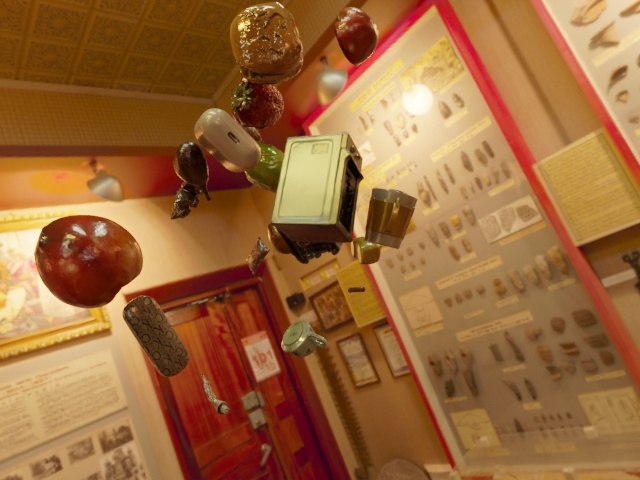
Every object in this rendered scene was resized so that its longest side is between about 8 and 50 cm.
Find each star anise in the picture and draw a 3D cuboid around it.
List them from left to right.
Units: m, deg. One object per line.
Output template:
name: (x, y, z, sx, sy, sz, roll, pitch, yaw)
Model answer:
star anise: (-0.662, -0.240, 2.203, 0.332, 0.117, 0.332, -51, 15, 19)

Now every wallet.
wallet: (-0.096, -0.051, 2.040, 0.071, 0.262, 0.221, -11, 38, 37)

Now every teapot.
teapot: (-0.073, 0.445, 1.880, 0.231, 0.159, 0.158, -20, -6, 39)

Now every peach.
peach: (-0.911, 0.070, 1.686, 0.387, 0.389, 0.388, -23, -10, -4)

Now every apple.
apple: (-0.184, -0.032, 2.362, 0.210, 0.211, 0.188, -22, -25, -5)

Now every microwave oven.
microwave oven: (-0.002, -0.186, 1.603, 0.286, 0.355, 0.218, 1, -18, 23)

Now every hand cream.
hand cream: (-0.450, 0.664, 1.830, 0.050, 0.084, 0.256, -40, 35, -19)

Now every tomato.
tomato: (0.157, -0.827, 1.720, 0.139, 0.233, 0.200, -12, -36, 30)

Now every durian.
durian: (-0.249, -0.353, 2.163, 0.256, 0.339, 0.205, 97, -163, -68)

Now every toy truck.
toy truck: (0.000, 0.000, 1.909, 0.215, 0.110, 0.116, -11, 36, 39)

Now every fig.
fig: (-0.565, -0.304, 1.940, 0.145, 0.275, 0.170, -31, 14, -28)

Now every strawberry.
strawberry: (-0.300, -0.659, 2.096, 0.257, 0.258, 0.276, -30, -34, 32)

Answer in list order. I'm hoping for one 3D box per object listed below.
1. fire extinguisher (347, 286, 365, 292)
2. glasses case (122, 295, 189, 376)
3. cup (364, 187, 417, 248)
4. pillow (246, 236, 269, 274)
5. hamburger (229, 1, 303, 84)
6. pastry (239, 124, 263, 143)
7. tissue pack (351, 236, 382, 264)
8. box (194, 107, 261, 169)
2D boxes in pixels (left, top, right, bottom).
fire extinguisher: (0.142, 0.201, 1.740, 0.083, 0.028, 0.023, 1, -50, -28)
glasses case: (-0.664, 0.389, 1.743, 0.085, 0.355, 0.137, -16, 17, 49)
cup: (0.270, -0.089, 1.690, 0.185, 0.226, 0.241, 15, 2, 2)
pillow: (-0.323, 0.076, 2.171, 0.043, 0.118, 0.185, 6, -52, -43)
hamburger: (-0.220, -0.799, 1.761, 0.283, 0.305, 0.174, -15, -10, -2)
pastry: (-0.412, -0.533, 2.419, 0.219, 0.228, 0.100, -60, 14, -11)
tissue pack: (0.245, 0.051, 2.275, 0.126, 0.123, 0.178, -7, 19, -14)
box: (-0.393, -0.413, 1.808, 0.141, 0.288, 0.349, -50, 20, -9)
